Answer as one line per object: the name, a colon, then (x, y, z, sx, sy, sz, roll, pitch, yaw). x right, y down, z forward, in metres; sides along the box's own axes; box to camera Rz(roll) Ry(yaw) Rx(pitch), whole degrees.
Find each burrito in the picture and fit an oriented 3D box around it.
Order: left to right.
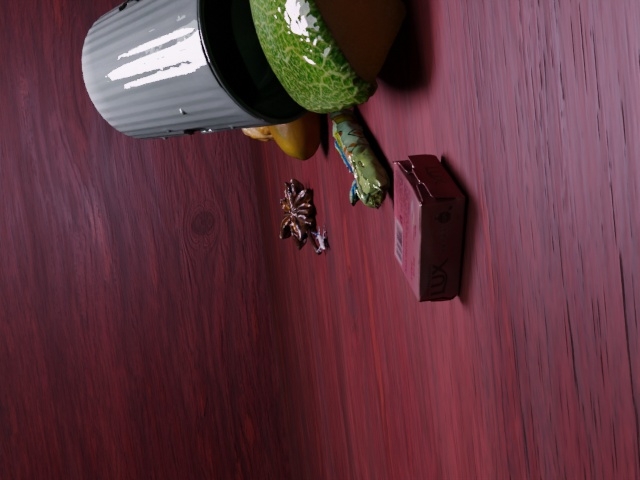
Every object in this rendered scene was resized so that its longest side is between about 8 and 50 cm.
burrito: (0.061, -0.124, 1.383, 0.288, 0.054, 0.104, -112, 16, -57)

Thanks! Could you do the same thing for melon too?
melon: (-0.002, -0.332, 1.214, 0.331, 0.226, 0.343, 66, 157, -1)

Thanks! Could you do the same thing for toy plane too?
toy plane: (0.002, 0.000, 1.942, 0.084, 0.024, 0.078, -125, 44, -55)

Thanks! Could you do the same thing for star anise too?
star anise: (-0.052, -0.040, 2.091, 0.177, 0.073, 0.234, 130, 136, -58)

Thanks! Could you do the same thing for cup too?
cup: (-0.187, -0.334, 1.571, 0.392, 0.401, 0.310, -5, 75, 40)

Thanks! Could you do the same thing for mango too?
mango: (-0.068, -0.301, 1.797, 0.175, 0.139, 0.254, 67, -179, -62)

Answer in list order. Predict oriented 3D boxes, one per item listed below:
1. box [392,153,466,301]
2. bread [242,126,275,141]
box: (0.130, -0.016, 1.027, 0.111, 0.060, 0.156, -109, 12, -53)
bread: (-0.168, -0.353, 2.188, 0.244, 0.134, 0.244, 38, 161, 16)
